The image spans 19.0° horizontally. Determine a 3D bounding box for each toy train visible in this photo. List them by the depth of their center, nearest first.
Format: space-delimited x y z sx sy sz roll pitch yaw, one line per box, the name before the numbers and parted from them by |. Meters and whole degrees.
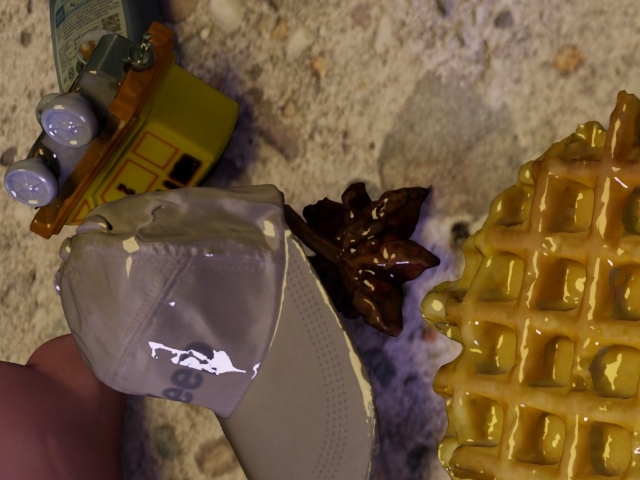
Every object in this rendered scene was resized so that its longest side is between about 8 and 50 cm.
toy train | -0.144 -0.068 1.371 0.219 0.127 0.089 -48 16 47

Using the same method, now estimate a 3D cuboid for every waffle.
waffle | 0.176 0.077 1.068 0.307 0.060 0.312 -38 59 38

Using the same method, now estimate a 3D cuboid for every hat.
hat | -0.076 0.091 1.228 0.214 0.149 0.244 115 145 -47

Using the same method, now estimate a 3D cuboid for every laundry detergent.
laundry detergent | -0.171 -0.202 1.457 0.097 0.061 0.206 -31 63 43

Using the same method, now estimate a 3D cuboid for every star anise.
star anise | 0.000 0.000 1.253 0.191 0.070 0.097 15 97 48

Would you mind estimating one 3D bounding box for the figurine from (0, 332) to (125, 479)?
figurine | -0.244 0.208 1.369 0.270 0.211 0.261 -38 59 35
